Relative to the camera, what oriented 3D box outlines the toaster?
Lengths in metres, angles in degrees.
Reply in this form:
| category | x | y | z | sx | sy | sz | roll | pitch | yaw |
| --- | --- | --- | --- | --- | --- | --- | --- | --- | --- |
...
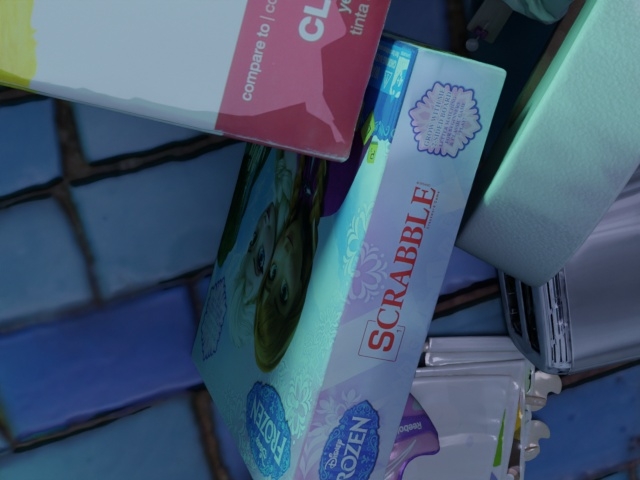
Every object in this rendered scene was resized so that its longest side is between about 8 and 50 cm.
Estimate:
| category | x | y | z | sx | sy | sz | roll | pitch | yaw |
| --- | --- | --- | --- | --- | --- | --- | --- | --- | --- |
| toaster | 0.239 | 0.022 | 1.112 | 0.147 | 0.129 | 0.226 | -14 | 111 | -9 |

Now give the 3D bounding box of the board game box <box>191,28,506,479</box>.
| category | x | y | z | sx | sy | sz | roll | pitch | yaw |
| --- | --- | --- | --- | --- | --- | --- | --- | --- | --- |
| board game box | 0.000 | 0.000 | 0.925 | 0.066 | 0.319 | 0.317 | 12 | 101 | -19 |

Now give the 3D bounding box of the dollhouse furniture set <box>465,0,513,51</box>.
| category | x | y | z | sx | sy | sz | roll | pitch | yaw |
| --- | --- | --- | --- | --- | --- | --- | --- | --- | --- |
| dollhouse furniture set | 0.117 | -0.218 | 1.066 | 0.114 | 0.091 | 0.081 | 32 | 137 | -1 |

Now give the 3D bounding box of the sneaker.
| category | x | y | z | sx | sy | sz | roll | pitch | yaw |
| --- | --- | --- | --- | --- | --- | --- | --- | --- | --- |
| sneaker | 0.015 | 0.217 | 1.108 | 0.104 | 0.095 | 0.236 | 42 | 90 | -16 |

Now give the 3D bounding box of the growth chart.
| category | x | y | z | sx | sy | sz | roll | pitch | yaw |
| --- | --- | --- | --- | --- | --- | --- | --- | --- | --- |
| growth chart | 0.130 | 0.192 | 1.183 | 0.172 | 0.021 | 0.237 | 9 | 103 | -20 |

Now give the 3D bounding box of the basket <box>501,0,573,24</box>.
| category | x | y | z | sx | sy | sz | roll | pitch | yaw |
| --- | --- | --- | --- | --- | --- | --- | --- | --- | --- |
| basket | 0.096 | -0.358 | 0.794 | 0.328 | 0.331 | 0.266 | 32 | 83 | 3 |

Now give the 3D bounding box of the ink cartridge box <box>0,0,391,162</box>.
| category | x | y | z | sx | sy | sz | roll | pitch | yaw |
| --- | --- | --- | --- | --- | --- | --- | --- | --- | --- |
| ink cartridge box | -0.177 | -0.191 | 0.832 | 0.385 | 0.279 | 0.160 | 11 | 103 | -20 |

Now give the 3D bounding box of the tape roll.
| category | x | y | z | sx | sy | sz | roll | pitch | yaw |
| --- | --- | --- | --- | --- | --- | --- | --- | --- | --- |
| tape roll | 0.210 | -0.152 | 0.877 | 0.072 | 0.392 | 0.392 | 28 | 97 | 3 |
